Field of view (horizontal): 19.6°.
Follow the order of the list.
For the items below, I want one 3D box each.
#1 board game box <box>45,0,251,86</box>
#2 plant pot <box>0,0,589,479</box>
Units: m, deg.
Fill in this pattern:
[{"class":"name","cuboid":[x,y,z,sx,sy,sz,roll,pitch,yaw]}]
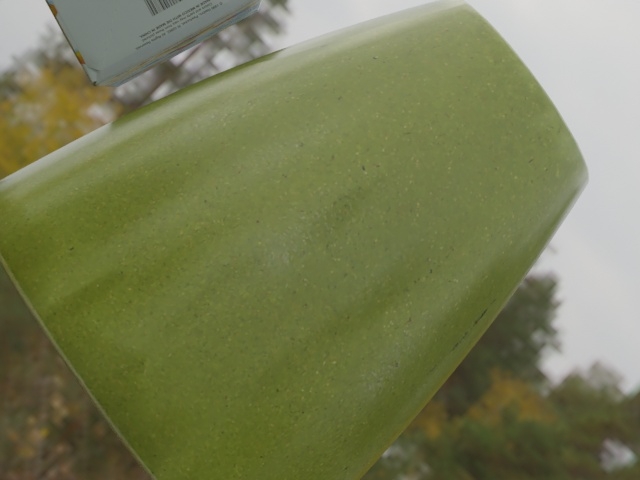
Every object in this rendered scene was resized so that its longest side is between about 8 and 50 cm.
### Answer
[{"class":"board game box","cuboid":[-0.137,-0.211,1.413,0.142,0.144,0.275,61,-1,-5]},{"class":"plant pot","cuboid":[0.000,0.000,1.074,0.275,0.293,0.275,54,-2,3]}]
